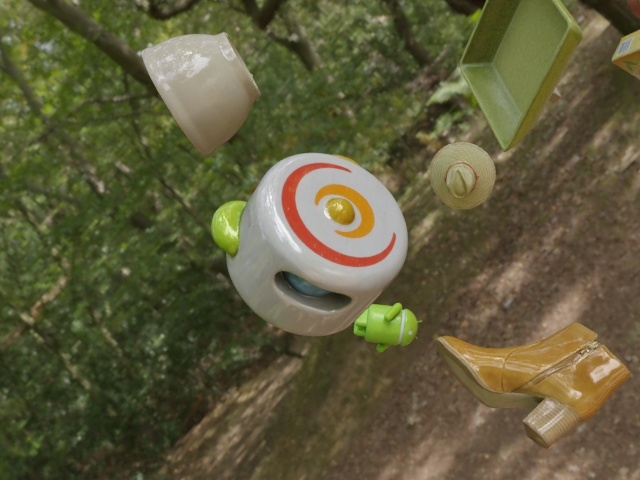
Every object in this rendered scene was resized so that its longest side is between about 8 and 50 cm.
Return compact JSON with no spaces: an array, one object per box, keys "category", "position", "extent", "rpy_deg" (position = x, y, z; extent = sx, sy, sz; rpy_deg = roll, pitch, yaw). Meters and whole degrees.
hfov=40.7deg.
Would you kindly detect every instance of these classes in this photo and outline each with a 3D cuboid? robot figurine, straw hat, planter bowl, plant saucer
[{"category":"robot figurine","position":[0.117,0.148,1.509],"extent":[0.067,0.115,0.101],"rpy_deg":[-81,-1,-48]},{"category":"straw hat","position":[0.282,-0.120,1.735],"extent":[0.144,0.144,0.061],"rpy_deg":[-49,3,29]},{"category":"planter bowl","position":[-0.147,-0.207,1.144],"extent":[0.109,0.162,0.162],"rpy_deg":[-29,3,4]},{"category":"plant saucer","position":[0.252,-0.238,1.070],"extent":[0.188,0.045,0.188],"rpy_deg":[110,154,-43]}]

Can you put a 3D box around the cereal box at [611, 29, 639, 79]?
[{"category":"cereal box","position":[0.543,-0.220,1.173],"extent":[0.047,0.240,0.173],"rpy_deg":[-64,11,-7]}]

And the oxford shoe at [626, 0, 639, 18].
[{"category":"oxford shoe","position":[0.588,-0.534,1.379],"extent":[0.130,0.123,0.348],"rpy_deg":[-164,78,-71]}]

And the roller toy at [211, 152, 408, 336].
[{"category":"roller toy","position":[0.000,0.000,1.007],"extent":[0.209,0.191,0.146],"rpy_deg":[-20,-22,-38]}]

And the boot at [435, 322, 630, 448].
[{"category":"boot","position":[0.368,0.209,1.511],"extent":[0.211,0.295,0.104],"rpy_deg":[-39,-40,-15]}]

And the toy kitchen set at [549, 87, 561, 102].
[{"category":"toy kitchen set","position":[0.300,-0.229,1.303],"extent":[0.083,0.068,0.075],"rpy_deg":[-40,49,34]}]
